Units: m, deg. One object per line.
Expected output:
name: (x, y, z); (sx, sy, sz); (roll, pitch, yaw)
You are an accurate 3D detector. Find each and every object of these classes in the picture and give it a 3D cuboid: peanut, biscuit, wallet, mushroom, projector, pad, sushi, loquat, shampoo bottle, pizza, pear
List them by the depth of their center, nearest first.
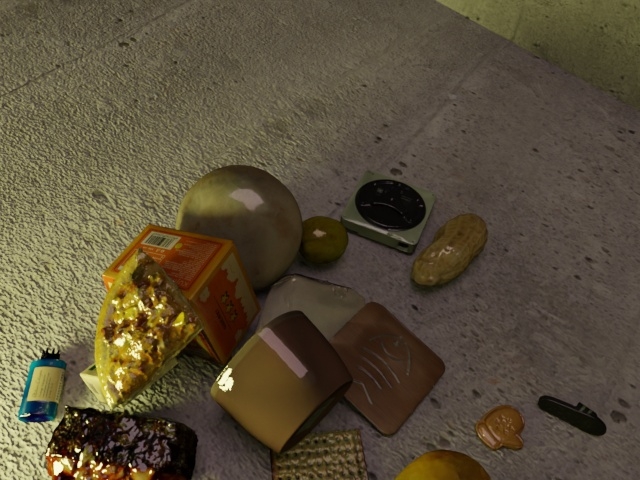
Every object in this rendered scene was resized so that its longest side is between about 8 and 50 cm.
loquat: (0.258, 0.600, 1.290); (0.283, 0.276, 0.276); (-12, 54, -13)
pizza: (-0.417, 0.186, 1.313); (0.268, 0.087, 0.258); (-47, 57, -1)
sushi: (-0.425, 0.481, 1.346); (0.343, 0.196, 0.182); (8, 69, 5)
biscuit: (-0.007, 0.530, 1.457); (0.231, 0.016, 0.139); (-2, 51, -10)
shampoo bottle: (-0.680, 0.353, 1.482); (0.087, 0.050, 0.183); (-1, 51, -5)
biscuit: (0.476, 0.489, 1.554); (0.140, 0.023, 0.118); (-31, 61, -29)
pad: (0.162, 0.331, 1.608); (0.286, 0.018, 0.284); (43, 58, 11)
wallet: (-0.017, 0.223, 1.678); (0.335, 0.068, 0.275); (15, 54, -4)
mushroom: (-0.229, -0.034, 1.728); (0.362, 0.294, 0.362); (0, 91, 3)
pear: (0.000, 0.000, 1.801); (0.162, 0.149, 0.149); (-5, 50, -35)
peanut: (0.397, 0.029, 1.844); (0.325, 0.140, 0.153); (-38, 46, -26)
projector: (0.225, -0.106, 1.962); (0.257, 0.079, 0.259); (21, 50, 10)

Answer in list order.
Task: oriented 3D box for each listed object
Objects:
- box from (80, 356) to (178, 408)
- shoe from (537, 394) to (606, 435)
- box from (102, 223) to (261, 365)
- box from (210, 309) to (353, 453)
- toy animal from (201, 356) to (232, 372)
box: (-0.460, 0.307, 1.444); (0.168, 0.212, 0.095); (-37, 102, -32)
shoe: (0.669, 0.448, 1.588); (0.179, 0.071, 0.049); (24, 48, 16)
box: (-0.345, 0.136, 1.526); (0.283, 0.260, 0.214); (11, 47, 28)
box: (-0.077, 0.338, 1.426); (0.216, 0.301, 0.301); (41, 57, 19)
toy animal: (-0.264, 0.318, 1.561); (0.086, 0.069, 0.220); (-4, 53, -16)
